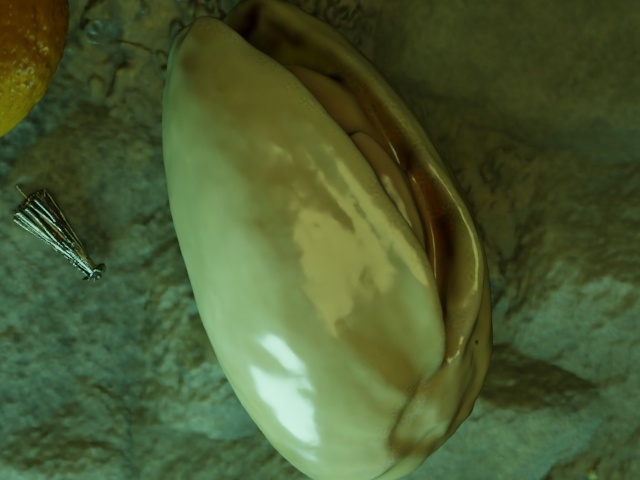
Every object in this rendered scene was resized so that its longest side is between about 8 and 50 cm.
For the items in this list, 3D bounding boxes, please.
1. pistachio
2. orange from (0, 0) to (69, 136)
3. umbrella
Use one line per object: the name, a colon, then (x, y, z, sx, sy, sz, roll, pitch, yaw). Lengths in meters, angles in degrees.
pistachio: (0.000, 0.000, 1.235, 0.193, 0.214, 0.318, -25, 92, -44)
orange: (-0.246, -0.132, 1.192, 0.193, 0.193, 0.161, -21, 129, -1)
umbrella: (-0.175, -0.005, 1.298, 0.031, 0.020, 0.083, -42, 105, 3)
